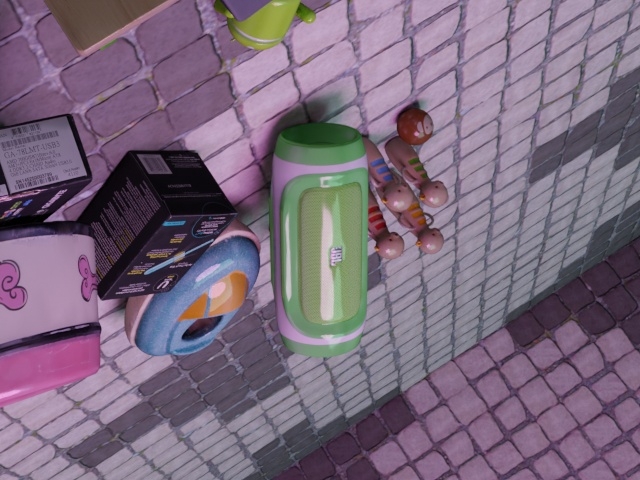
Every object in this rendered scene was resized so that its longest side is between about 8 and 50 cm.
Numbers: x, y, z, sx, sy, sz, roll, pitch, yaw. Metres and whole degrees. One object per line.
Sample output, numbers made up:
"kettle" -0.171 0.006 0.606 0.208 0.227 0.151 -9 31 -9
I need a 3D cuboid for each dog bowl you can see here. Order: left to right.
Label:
"dog bowl" -0.400 0.113 1.168 0.408 0.150 0.408 -19 176 -1

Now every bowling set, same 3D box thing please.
"bowling set" 0.110 -0.077 1.727 0.287 0.154 0.200 -11 149 -48

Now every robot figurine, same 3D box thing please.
"robot figurine" -0.058 -0.245 1.228 0.101 0.067 0.115 -3 147 -25

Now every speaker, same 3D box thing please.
"speaker" 0.000 0.000 1.582 0.131 0.131 0.296 -18 118 -37

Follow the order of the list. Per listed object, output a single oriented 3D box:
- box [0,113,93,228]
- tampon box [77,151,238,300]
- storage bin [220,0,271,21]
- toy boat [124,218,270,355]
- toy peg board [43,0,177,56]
"box" -0.393 -0.012 1.067 0.293 0.073 0.295 -15 173 -34
"tampon box" -0.207 -0.018 1.447 0.120 0.101 0.161 -5 145 -53
"storage bin" -0.085 -0.272 1.098 0.098 0.091 0.135 -36 160 2
"toy boat" -0.116 0.060 1.691 0.318 0.148 0.267 -19 154 -36
"toy peg board" -0.164 -0.248 0.959 0.160 0.161 0.079 -33 177 -7
